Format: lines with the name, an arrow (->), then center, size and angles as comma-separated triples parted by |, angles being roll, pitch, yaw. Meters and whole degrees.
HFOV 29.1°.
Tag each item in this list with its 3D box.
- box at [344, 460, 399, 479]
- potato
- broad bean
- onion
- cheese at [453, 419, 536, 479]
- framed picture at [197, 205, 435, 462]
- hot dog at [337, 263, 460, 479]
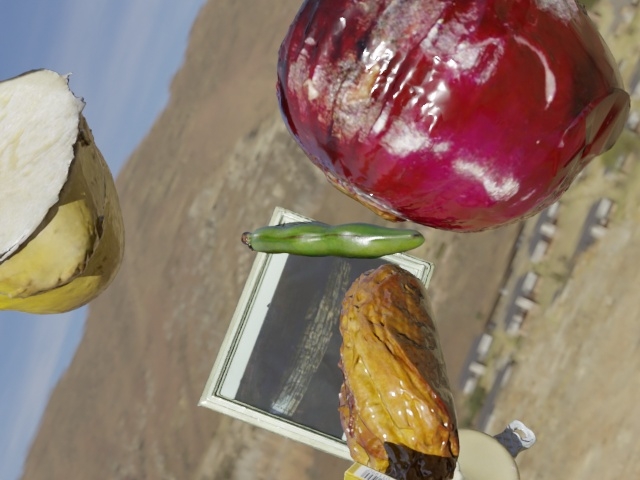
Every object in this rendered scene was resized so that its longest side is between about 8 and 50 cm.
box -> 0.084, 0.236, 0.943 | 0.022, 0.156, 0.089 | -35, -41, -49
potato -> -0.330, -0.018, 1.531 | 0.397, 0.296, 0.290 | 18, 69, 45
broad bean -> -0.001, 0.000, 1.500 | 0.297, 0.060, 0.043 | 1, 83, 39
onion -> 0.094, -0.106, 0.872 | 0.216, 0.206, 0.207 | -57, -23, 8
cheese -> 0.265, 0.354, 1.891 | 0.163, 0.248, 0.071 | 56, 134, 36
framed picture -> 0.001, 0.115, 1.572 | 0.018, 0.231, 0.293 | 110, 180, -66
hot dog -> 0.065, 0.122, 1.116 | 0.227, 0.099, 0.161 | -93, 3, -52
